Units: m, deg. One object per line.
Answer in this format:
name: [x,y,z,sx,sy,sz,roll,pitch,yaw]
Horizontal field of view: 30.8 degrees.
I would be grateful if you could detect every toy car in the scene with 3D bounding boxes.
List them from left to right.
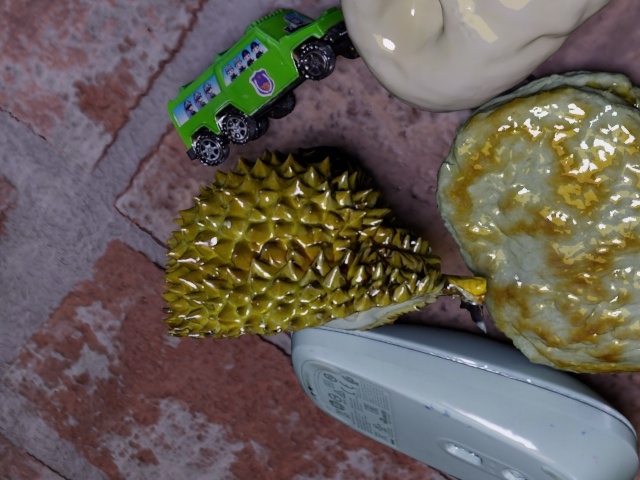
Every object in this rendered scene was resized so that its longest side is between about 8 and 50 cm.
toy car: [-0.038,-0.118,0.825,0.165,0.071,0.062,-34,94,38]

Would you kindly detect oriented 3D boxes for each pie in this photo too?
pie: [0.201,-0.006,0.802,0.201,0.090,0.248,-16,117,27]

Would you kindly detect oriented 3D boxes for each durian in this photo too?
durian: [0.000,0.000,0.827,0.237,0.193,0.137,0,89,14]

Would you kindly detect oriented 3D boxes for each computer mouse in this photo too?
computer mouse: [0.115,0.124,0.929,0.288,0.097,0.159,22,157,20]

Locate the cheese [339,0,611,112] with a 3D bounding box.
cheese: [0.158,-0.219,0.623,0.328,0.129,0.351,7,126,19]
